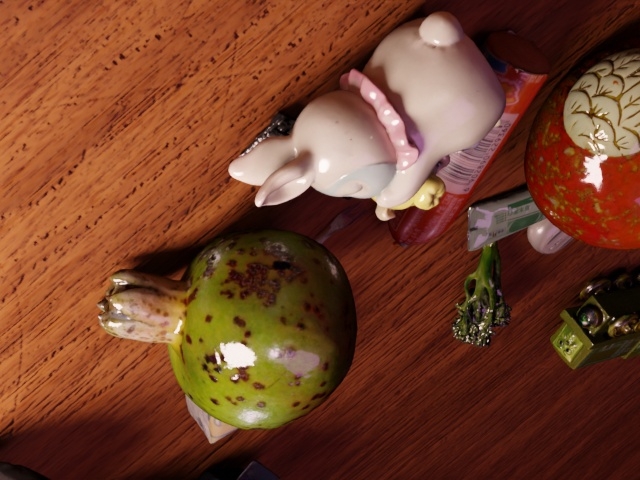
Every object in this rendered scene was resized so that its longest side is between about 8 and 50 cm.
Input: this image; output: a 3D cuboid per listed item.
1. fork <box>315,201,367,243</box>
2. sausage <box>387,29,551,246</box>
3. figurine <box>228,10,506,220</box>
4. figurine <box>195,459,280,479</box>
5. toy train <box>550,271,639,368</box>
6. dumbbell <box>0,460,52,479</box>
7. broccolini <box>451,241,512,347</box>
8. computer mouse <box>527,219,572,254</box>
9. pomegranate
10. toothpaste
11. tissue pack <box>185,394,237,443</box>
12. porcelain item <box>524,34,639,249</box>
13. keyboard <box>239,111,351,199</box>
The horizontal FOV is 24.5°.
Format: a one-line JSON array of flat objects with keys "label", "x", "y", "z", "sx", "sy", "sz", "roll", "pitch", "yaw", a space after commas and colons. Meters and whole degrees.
[{"label": "fork", "x": 0.000, "y": 0.000, "z": 1.513, "sx": 0.115, "sy": 0.016, "sz": 0.012, "roll": -38, "pitch": 161, "yaw": 5}, {"label": "sausage", "x": 0.137, "y": -0.086, "z": 1.481, "sx": 0.074, "sy": 0.074, "sz": 0.274, "roll": -11, "pitch": 142, "yaw": -41}, {"label": "figurine", "x": 0.043, "y": -0.086, "z": 1.307, "sx": 0.235, "sy": 0.127, "sz": 0.155, "roll": -36, "pitch": 154, "yaw": -4}, {"label": "figurine", "x": -0.143, "y": 0.385, "z": 1.752, "sx": 0.143, "sy": 0.308, "sz": 0.308, "roll": 39, "pitch": 105, "yaw": -23}, {"label": "toy train", "x": 0.422, "y": 0.115, "z": 2.103, "sx": 0.225, "sy": 0.090, "sz": 0.137, "roll": -7, "pitch": 143, "yaw": -44}, {"label": "dumbbell", "x": -0.289, "y": 0.353, "z": 1.507, "sx": 0.204, "sy": 0.203, "sz": 0.322, "roll": -38, "pitch": 153, "yaw": 0}, {"label": "broccolini", "x": 0.197, "y": 0.045, "z": 1.799, "sx": 0.074, "sy": 0.058, "sz": 0.201, "roll": -38, "pitch": 140, "yaw": -31}, {"label": "computer mouse", "x": 0.281, "y": -0.017, "z": 1.791, "sx": 0.066, "sy": 0.039, "sz": 0.096, "roll": -43, "pitch": 160, "yaw": 10}, {"label": "pomegranate", "x": -0.082, "y": 0.076, "z": 1.373, "sx": 0.248, "sy": 0.202, "sz": 0.202, "roll": 10, "pitch": 132, "yaw": -19}, {"label": "toothpaste", "x": 0.261, "y": -0.047, "z": 1.722, "sx": 0.218, "sy": 0.041, "sz": 0.064, "roll": -22, "pitch": 130, "yaw": -24}, {"label": "tissue pack", "x": -0.072, "y": 0.146, "z": 1.599, "sx": 0.148, "sy": 0.060, "sz": 0.108, "roll": -28, "pitch": 152, "yaw": -17}, {"label": "porcelain item", "x": 0.350, "y": -0.084, "z": 1.566, "sx": 0.253, "sy": 0.253, "sz": 0.253, "roll": -28, "pitch": 151, "yaw": -17}, {"label": "keyboard", "x": -0.003, "y": -0.076, "z": 1.392, "sx": 0.060, "sy": 0.018, "sz": 0.195, "roll": -44, "pitch": 151, "yaw": 17}]
